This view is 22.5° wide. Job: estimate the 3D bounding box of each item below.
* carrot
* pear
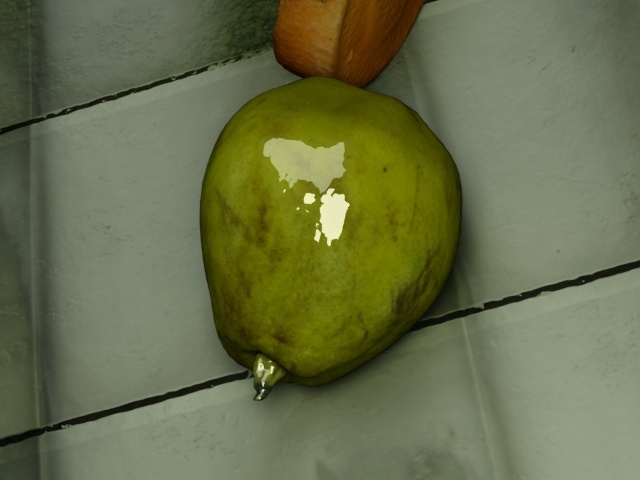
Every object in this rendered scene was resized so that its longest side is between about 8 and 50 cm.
[{"bbox_3d":[0.058,-0.326,1.958,0.100,0.258,0.307,25,74,16],"label":"carrot"},{"bbox_3d":[0.000,0.000,1.713,0.287,0.287,0.375,11,71,27],"label":"pear"}]
